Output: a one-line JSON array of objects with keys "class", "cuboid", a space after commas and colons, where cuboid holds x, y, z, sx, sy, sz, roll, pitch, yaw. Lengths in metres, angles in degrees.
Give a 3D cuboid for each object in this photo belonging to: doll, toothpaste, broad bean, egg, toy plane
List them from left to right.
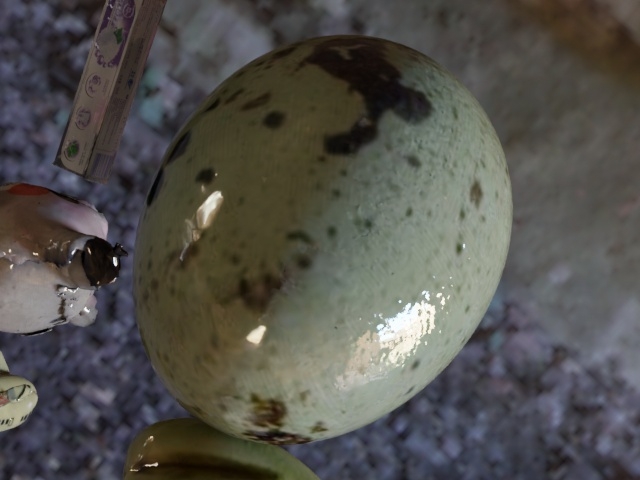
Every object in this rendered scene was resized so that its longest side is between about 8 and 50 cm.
[{"class": "toy plane", "cuboid": [-0.390, 0.180, 2.060, 0.244, 0.229, 0.092, -23, 94, -62]}, {"class": "doll", "cuboid": [-0.211, 0.002, 1.154, 0.192, 0.149, 0.095, 16, 68, -2]}, {"class": "toothpaste", "cuboid": [-0.170, -0.145, 1.575, 0.047, 0.196, 0.040, 22, 6, 38]}, {"class": "broad bean", "cuboid": [-0.067, 0.241, 1.579, 0.263, 0.189, 0.121, 50, 34, -50]}, {"class": "egg", "cuboid": [0.000, 0.000, 1.491, 0.287, 0.287, 0.379, 37, 56, -5]}]
